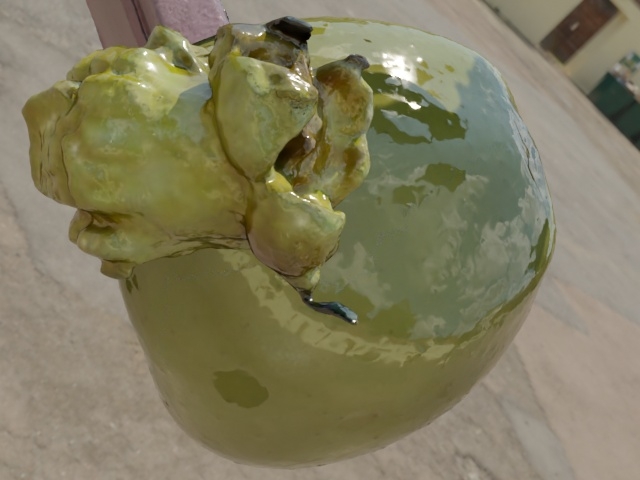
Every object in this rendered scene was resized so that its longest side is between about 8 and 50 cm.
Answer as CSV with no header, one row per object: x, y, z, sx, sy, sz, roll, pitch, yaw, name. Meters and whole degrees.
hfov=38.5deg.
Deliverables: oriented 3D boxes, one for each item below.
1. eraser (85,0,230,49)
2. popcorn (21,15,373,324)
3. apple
-0.234,-0.325,1.247,0.122,0.272,0.359,-19,90,-24,eraser
-0.056,-0.044,0.523,0.168,0.195,0.173,26,69,-61,popcorn
0.000,0.000,0.926,0.474,0.473,0.473,39,21,-18,apple
